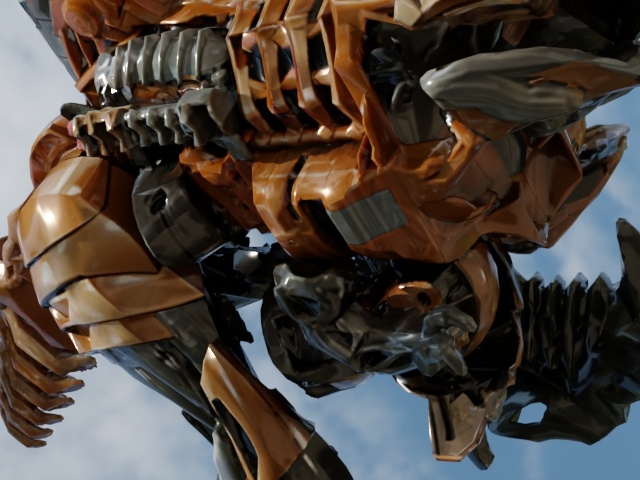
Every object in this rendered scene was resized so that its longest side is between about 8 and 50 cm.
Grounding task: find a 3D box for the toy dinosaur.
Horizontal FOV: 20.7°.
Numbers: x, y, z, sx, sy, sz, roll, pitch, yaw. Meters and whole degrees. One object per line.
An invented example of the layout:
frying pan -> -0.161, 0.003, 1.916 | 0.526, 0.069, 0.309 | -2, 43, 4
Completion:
toy dinosaur -> 0.000, 0.000, 0.463 | 0.218, 0.322, 0.164 | 42, -106, -14
